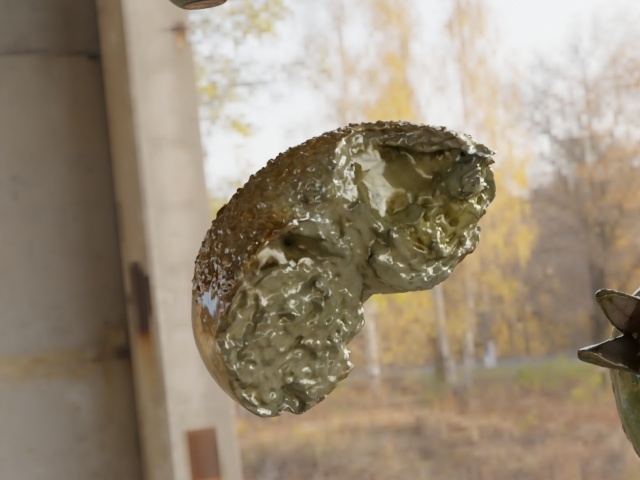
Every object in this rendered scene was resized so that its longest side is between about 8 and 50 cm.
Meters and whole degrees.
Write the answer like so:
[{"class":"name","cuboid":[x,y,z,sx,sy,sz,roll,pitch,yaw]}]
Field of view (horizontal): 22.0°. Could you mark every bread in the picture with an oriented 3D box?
[{"class":"bread","cuboid":[0.001,-0.003,1.471,0.314,0.171,0.192,-40,28,-8]}]

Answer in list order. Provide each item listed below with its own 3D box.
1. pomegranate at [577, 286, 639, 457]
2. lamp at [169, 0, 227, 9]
[{"class":"pomegranate","cuboid":[0.406,0.130,1.578,0.290,0.291,0.323,-8,1,31]},{"class":"lamp","cuboid":[-0.136,-0.329,1.744,0.091,0.163,0.091,-10,0,0]}]
